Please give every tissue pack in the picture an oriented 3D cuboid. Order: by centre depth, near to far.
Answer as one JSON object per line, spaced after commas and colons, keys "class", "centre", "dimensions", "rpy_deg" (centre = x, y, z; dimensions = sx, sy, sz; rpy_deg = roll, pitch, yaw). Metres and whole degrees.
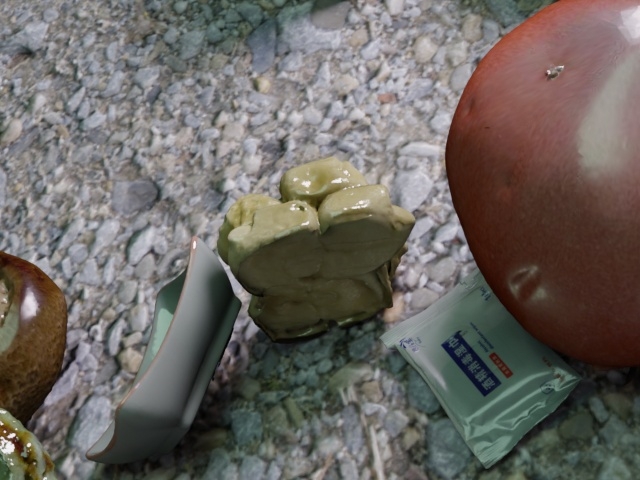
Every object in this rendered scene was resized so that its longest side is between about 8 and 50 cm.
{"class": "tissue pack", "centre": [0.151, 0.113, 1.684], "dimensions": [0.122, 0.026, 0.193], "rpy_deg": [-36, 46, -4]}

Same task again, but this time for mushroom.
{"class": "mushroom", "centre": [-0.374, 0.111, 1.856], "dimensions": [0.253, 0.153, 0.253], "rpy_deg": [-11, 57, 18]}

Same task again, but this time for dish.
{"class": "dish", "centre": [-0.144, 0.120, 1.765], "dimensions": [0.077, 0.151, 0.212], "rpy_deg": [26, 59, -7]}

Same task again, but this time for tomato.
{"class": "tomato", "centre": [0.268, -0.061, 1.600], "dimensions": [0.341, 0.273, 0.341], "rpy_deg": [-14, 48, 15]}

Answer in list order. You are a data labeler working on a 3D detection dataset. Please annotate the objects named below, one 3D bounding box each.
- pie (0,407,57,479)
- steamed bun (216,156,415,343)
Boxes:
{"class": "pie", "centre": [-0.350, 0.273, 1.707], "dimensions": [0.274, 0.105, 0.257], "rpy_deg": [-10, 79, 32]}
{"class": "steamed bun", "centre": [0.000, 0.000, 1.748], "dimensions": [0.192, 0.177, 0.106], "rpy_deg": [-22, 51, 10]}
